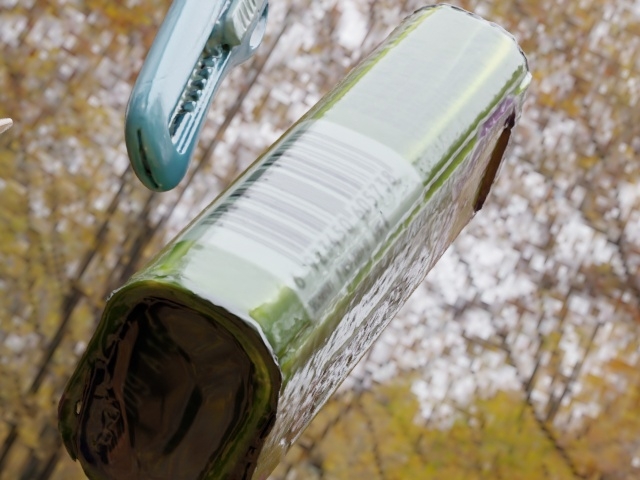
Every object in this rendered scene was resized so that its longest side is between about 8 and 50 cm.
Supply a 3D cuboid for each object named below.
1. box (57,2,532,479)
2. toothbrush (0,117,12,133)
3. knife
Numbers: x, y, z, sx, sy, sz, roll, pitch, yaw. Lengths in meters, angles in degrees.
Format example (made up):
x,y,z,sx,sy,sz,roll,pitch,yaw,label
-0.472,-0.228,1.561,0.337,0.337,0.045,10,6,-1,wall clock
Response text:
x,y,z,sx,sy,sz,roll,pitch,yaw,label
0.000,0.000,0.911,0.097,0.345,0.134,27,-54,11,box
-0.402,-0.077,1.709,0.028,0.375,0.037,1,-77,27,toothbrush
-0.055,-0.092,0.895,0.031,0.222,0.064,-9,-60,17,knife
